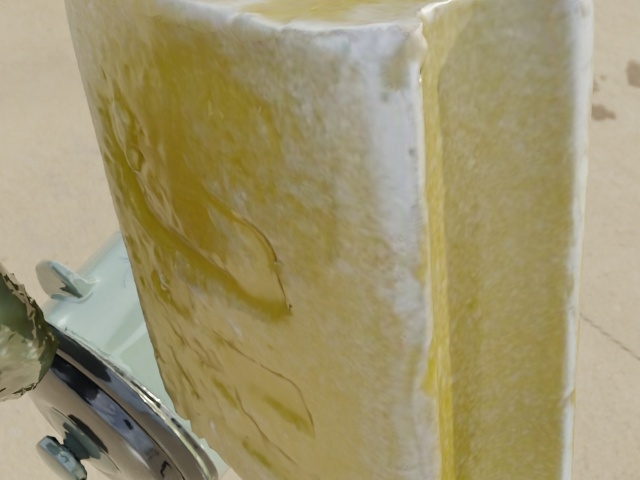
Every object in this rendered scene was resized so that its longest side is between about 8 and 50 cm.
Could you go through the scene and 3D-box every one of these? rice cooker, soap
[{"bbox_3d":[-0.157,0.115,0.845,0.316,0.316,0.264,-41,23,-32],"label":"rice cooker"},{"bbox_3d":[0.000,0.000,0.491,0.156,0.335,0.293,-25,36,-28],"label":"soap"}]

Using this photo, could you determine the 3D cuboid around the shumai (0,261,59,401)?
[{"bbox_3d":[-0.407,0.075,0.534,0.397,0.324,0.323,32,68,-8],"label":"shumai"}]
